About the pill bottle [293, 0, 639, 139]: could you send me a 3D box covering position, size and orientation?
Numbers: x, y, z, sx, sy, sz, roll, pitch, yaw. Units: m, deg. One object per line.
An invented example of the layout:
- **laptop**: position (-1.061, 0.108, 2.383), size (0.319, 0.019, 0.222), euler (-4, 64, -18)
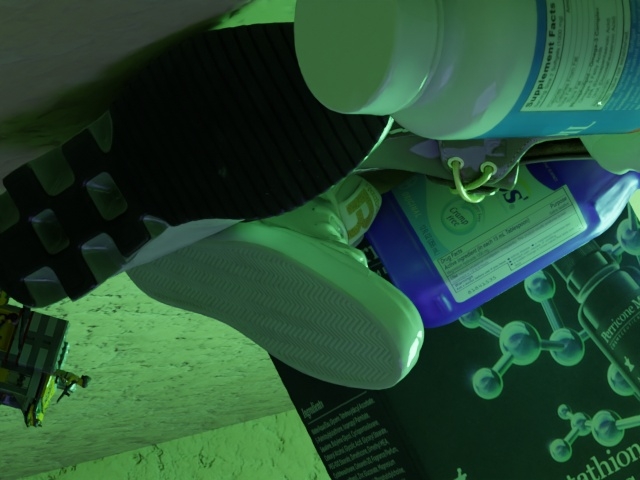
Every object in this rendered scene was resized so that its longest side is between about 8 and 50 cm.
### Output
- **pill bottle**: position (0.099, -0.118, 0.995), size (0.221, 0.124, 0.124), euler (-4, 166, -35)

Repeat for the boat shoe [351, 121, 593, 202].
- **boat shoe**: position (0.130, -0.083, 1.280), size (0.324, 0.096, 0.116), euler (-11, 170, -7)

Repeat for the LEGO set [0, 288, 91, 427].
- **LEGO set**: position (-0.297, 0.134, 1.485), size (0.192, 0.255, 0.331), euler (16, 154, -3)

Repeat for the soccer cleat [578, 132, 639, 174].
- **soccer cleat**: position (0.251, -0.127, 1.206), size (0.196, 0.076, 0.068), euler (-44, 174, 2)

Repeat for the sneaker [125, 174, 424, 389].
- **sneaker**: position (0.000, 0.000, 1.292), size (0.169, 0.108, 0.292), euler (-32, -143, -32)

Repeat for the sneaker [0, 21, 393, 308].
- **sneaker**: position (-0.070, -0.064, 1.168), size (0.330, 0.122, 0.146), euler (-21, -176, 36)

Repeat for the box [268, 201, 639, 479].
- **box**: position (0.166, 0.146, 1.563), size (0.293, 0.395, 0.212), euler (-25, 173, -22)

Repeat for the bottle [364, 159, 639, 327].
- **bottle**: position (0.173, -0.045, 1.391), size (0.283, 0.118, 0.092), euler (-30, 134, 3)
